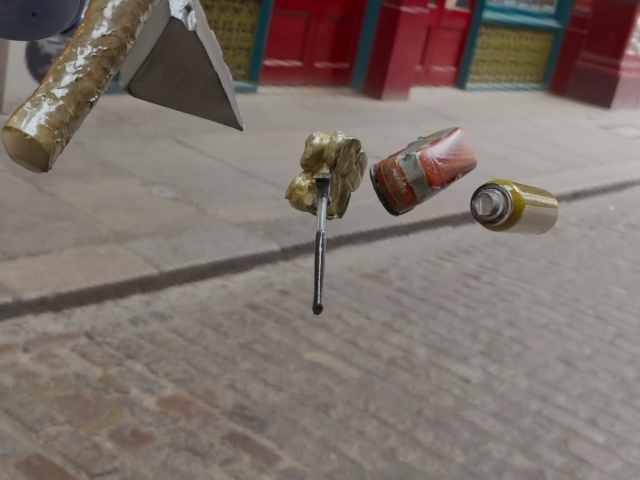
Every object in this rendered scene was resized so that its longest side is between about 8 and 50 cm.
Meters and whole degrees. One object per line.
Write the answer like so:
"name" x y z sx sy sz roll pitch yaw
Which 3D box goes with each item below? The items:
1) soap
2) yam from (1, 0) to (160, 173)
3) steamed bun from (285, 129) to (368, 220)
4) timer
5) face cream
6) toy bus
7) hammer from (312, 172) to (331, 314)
"soap" -0.227 -0.376 1.799 0.302 0.258 0.159 12 49 -33
"yam" -0.275 -0.229 1.101 0.081 0.081 0.357 17 58 11
"steamed bun" 0.012 -0.136 1.855 0.106 0.177 0.192 25 5 28
"timer" -0.698 -0.630 2.110 0.395 0.395 0.173 10 54 -9
"face cream" 0.388 -0.066 1.847 0.105 0.105 0.348 22 10 27
"toy bus" 0.202 -0.138 1.754 0.120 0.121 0.265 -23 4 36
"hammer" 0.000 0.000 1.405 0.029 0.103 0.246 1 55 2
